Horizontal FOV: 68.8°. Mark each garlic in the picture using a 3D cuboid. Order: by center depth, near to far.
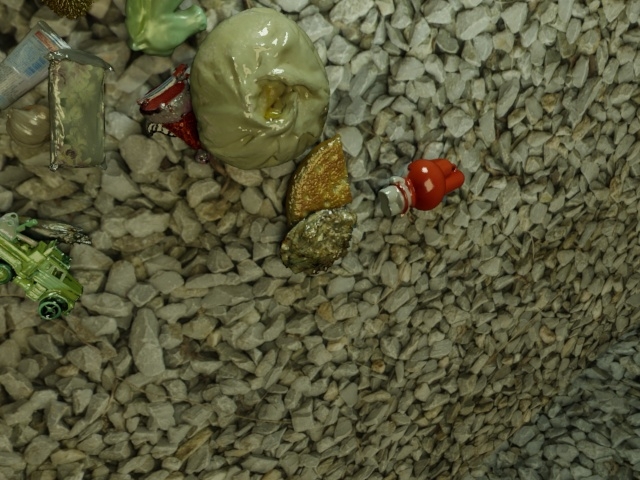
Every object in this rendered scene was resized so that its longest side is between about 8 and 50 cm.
[{"bbox_3d":[-0.609,-0.242,0.986,0.113,0.074,0.094,-45,131,15],"label":"garlic"}]

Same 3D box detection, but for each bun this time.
[{"bbox_3d":[-0.112,-0.334,1.057,0.365,0.219,0.365,-19,119,-37],"label":"bun"}]

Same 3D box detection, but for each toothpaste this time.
[{"bbox_3d":[-0.620,-0.340,0.960,0.234,0.057,0.089,-48,122,-9],"label":"toothpaste"}]

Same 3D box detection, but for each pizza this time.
[{"bbox_3d":[0.007,-0.151,1.301,0.197,0.058,0.292,19,102,-29],"label":"pizza"}]

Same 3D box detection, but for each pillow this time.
[{"bbox_3d":[-0.520,-0.271,0.993,0.059,0.169,0.254,14,108,16],"label":"pillow"}]

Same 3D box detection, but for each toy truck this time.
[{"bbox_3d":[-0.621,0.047,1.011,0.135,0.128,0.259,-38,119,-5],"label":"toy truck"}]

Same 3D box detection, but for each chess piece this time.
[{"bbox_3d":[-0.322,-0.533,0.967,0.176,0.175,0.298,-6,129,-22],"label":"chess piece"}]

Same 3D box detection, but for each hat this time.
[{"bbox_3d":[-0.317,-0.276,1.100,0.140,0.129,0.227,-55,142,-24],"label":"hat"}]

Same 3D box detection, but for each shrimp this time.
[{"bbox_3d":[-0.650,0.017,1.082,0.217,0.051,0.150,6,110,-18],"label":"shrimp"}]

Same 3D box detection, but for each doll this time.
[{"bbox_3d":[0.306,-0.163,1.389,0.290,0.130,0.161,-26,115,-20],"label":"doll"}]

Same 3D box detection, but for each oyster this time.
[{"bbox_3d":[0.002,0.007,1.308,0.259,0.092,0.198,-46,136,14],"label":"oyster"}]

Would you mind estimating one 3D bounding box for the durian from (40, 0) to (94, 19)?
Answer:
[{"bbox_3d":[-0.533,-0.538,0.896,0.208,0.102,0.146,34,99,-26],"label":"durian"}]
